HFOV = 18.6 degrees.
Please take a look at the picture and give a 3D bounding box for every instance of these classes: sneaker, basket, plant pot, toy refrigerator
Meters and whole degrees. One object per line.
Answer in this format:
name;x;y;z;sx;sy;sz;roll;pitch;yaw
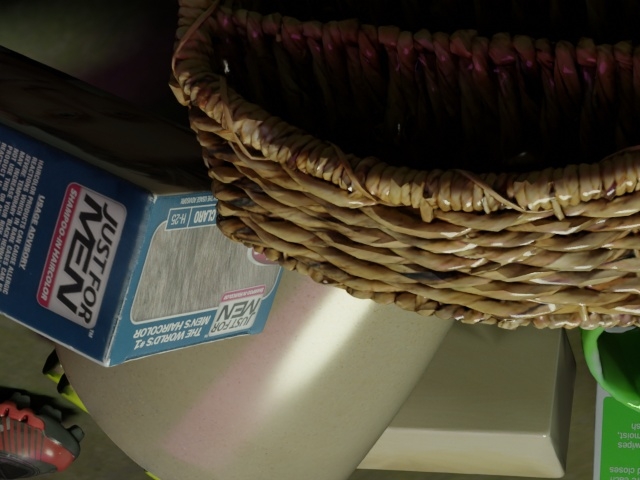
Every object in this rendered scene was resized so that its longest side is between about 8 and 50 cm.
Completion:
sneaker;-0.364;0.207;1.846;0.276;0.135;0.097;5;150;8
basket;0.078;-0.103;0.960;0.299;0.213;0.223;10;134;21
plant pot;0.000;0.000;1.261;0.256;0.256;0.274;23;134;-23
toy refrigerator;0.065;0.127;1.588;0.269;0.102;0.094;0;151;17

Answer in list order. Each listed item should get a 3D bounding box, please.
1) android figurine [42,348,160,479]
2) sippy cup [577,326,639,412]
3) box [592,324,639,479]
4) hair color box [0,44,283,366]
android figurine;-0.117;0.183;1.687;0.273;0.056;0.248;39;175;-19
sippy cup;0.332;0.026;1.210;0.240;0.305;0.224;45;150;25
box;0.339;0.183;1.424;0.262;0.231;0.127;0;169;28
hair color box;-0.200;-0.049;1.150;0.347;0.105;0.174;25;-164;24
